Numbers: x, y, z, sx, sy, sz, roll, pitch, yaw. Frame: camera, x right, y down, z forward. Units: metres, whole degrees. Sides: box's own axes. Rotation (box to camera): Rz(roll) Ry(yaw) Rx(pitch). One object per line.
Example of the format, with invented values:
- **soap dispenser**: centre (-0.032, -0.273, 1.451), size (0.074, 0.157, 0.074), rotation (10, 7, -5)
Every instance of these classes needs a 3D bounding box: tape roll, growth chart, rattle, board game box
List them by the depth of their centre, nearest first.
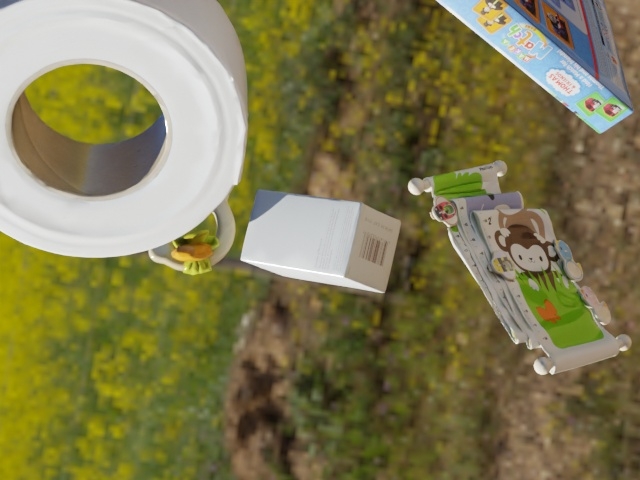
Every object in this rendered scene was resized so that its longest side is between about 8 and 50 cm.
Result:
- **board game box**: centre (0.148, -0.195, 1.227), size (0.039, 0.211, 0.160), rotation (-34, 39, 29)
- **tape roll**: centre (-0.206, -0.124, 1.480), size (0.100, 0.286, 0.286), rotation (-94, 18, -55)
- **growth chart**: centre (0.195, 0.024, 1.544), size (0.021, 0.172, 0.237), rotation (-42, 77, 39)
- **rattle**: centre (-0.173, -0.061, 2.242), size (0.143, 0.130, 0.200), rotation (53, -125, -71)

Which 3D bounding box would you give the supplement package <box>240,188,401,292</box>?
- **supplement package**: centre (0.000, 0.000, 2.186), size (0.179, 0.105, 0.105), rotation (8, 82, 36)
